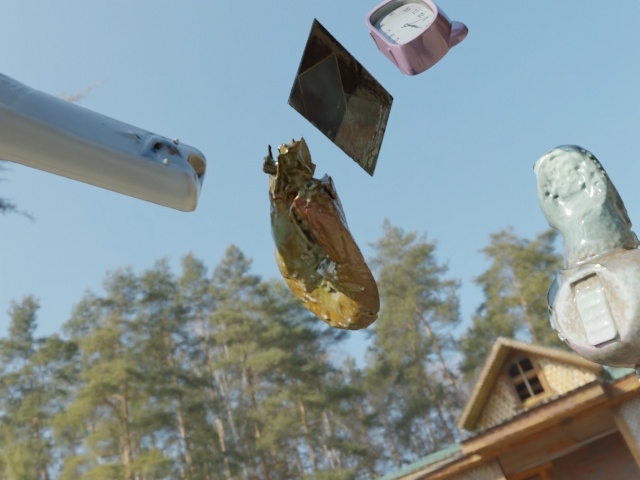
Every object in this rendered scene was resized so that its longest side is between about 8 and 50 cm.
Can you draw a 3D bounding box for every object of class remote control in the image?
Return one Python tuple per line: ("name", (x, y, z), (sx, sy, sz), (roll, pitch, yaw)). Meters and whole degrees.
("remote control", (-0.240, -0.102, 0.590), (0.313, 0.109, 0.055), (17, -70, -10))

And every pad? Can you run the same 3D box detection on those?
("pad", (0.041, -0.230, 1.242), (0.004, 0.164, 0.243), (0, -23, 39))

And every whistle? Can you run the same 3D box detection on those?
("whistle", (0.395, 0.029, 1.033), (0.189, 0.348, 0.189), (-14, -18, -5))

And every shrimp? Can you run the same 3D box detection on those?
("shrimp", (0.002, -0.001, 0.642), (0.051, 0.115, 0.217), (-48, -37, -34))

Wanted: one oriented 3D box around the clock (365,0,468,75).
("clock", (0.132, -0.302, 1.063), (0.110, 0.153, 0.050), (-34, -52, 4))
